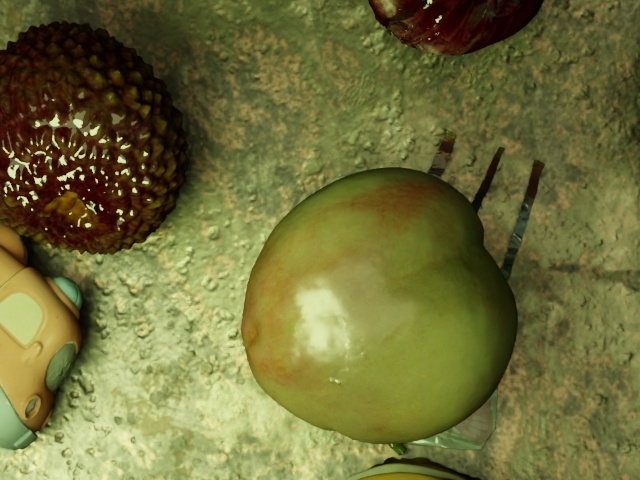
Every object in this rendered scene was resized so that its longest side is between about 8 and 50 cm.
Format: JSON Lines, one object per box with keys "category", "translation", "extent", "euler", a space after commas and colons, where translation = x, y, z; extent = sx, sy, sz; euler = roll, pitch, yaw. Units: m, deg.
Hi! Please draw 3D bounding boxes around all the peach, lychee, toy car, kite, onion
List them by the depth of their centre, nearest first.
{"category": "peach", "translation": [0.059, 0.073, 1.576], "extent": [0.292, 0.247, 0.292], "euler": [-1, 92, -26]}
{"category": "lychee", "translation": [-0.270, -0.124, 1.652], "extent": [0.271, 0.271, 0.272], "euler": [0, 85, 4]}
{"category": "onion", "translation": [0.132, -0.317, 1.656], "extent": [0.252, 0.219, 0.252], "euler": [13, 71, -39]}
{"category": "toy car", "translation": [-0.379, 0.092, 1.666], "extent": [0.270, 0.180, 0.212], "euler": [43, 79, 7]}
{"category": "kite", "translation": [0.138, 0.059, 1.706], "extent": [0.204, 0.022, 0.361], "euler": [17, 87, 5]}

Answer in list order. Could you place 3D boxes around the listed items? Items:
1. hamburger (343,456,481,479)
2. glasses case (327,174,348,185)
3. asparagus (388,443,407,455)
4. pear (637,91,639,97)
{"category": "hamburger", "translation": [0.112, 0.369, 1.598], "extent": [0.302, 0.186, 0.261], "euler": [2, 86, 2]}
{"category": "glasses case", "translation": [0.000, 0.000, 1.709], "extent": [0.063, 0.041, 0.164], "euler": [36, 88, 4]}
{"category": "asparagus", "translation": [0.033, 0.187, 1.698], "extent": [0.163, 0.016, 0.016], "euler": [39, 113, 5]}
{"category": "pear", "translation": [0.496, -0.188, 1.573], "extent": [0.309, 0.309, 0.309], "euler": [0, 85, 4]}
